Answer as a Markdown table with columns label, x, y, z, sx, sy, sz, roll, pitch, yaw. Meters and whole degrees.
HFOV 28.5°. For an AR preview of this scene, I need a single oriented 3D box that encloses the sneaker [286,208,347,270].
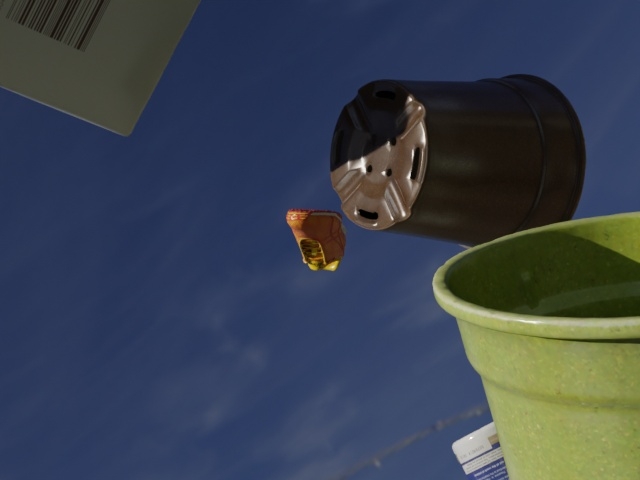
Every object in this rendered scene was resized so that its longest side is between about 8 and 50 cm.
| label | x | y | z | sx | sy | sz | roll | pitch | yaw |
| --- | --- | --- | --- | --- | --- | --- | --- | --- | --- |
| sneaker | 0.000 | 0.000 | 1.564 | 0.064 | 0.067 | 0.175 | 3 | -14 | 17 |

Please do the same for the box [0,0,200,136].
| label | x | y | z | sx | sy | sz | roll | pitch | yaw |
| --- | --- | --- | --- | --- | --- | --- | --- | --- | --- |
| box | -0.263 | -0.260 | 1.099 | 0.215 | 0.345 | 0.168 | 21 | -74 | -33 |

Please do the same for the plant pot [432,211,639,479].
| label | x | y | z | sx | sy | sz | roll | pitch | yaw |
| --- | --- | --- | --- | --- | --- | --- | --- | --- | --- |
| plant pot | 0.223 | 0.131 | 0.807 | 0.276 | 0.276 | 0.253 | -15 | -76 | -34 |

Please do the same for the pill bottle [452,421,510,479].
| label | x | y | z | sx | sy | sz | roll | pitch | yaw |
| --- | --- | --- | --- | --- | --- | --- | --- | --- | --- |
| pill bottle | 0.155 | 0.195 | 0.962 | 0.067 | 0.120 | 0.067 | -25 | -12 | -6 |

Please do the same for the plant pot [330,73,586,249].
| label | x | y | z | sx | sy | sz | roll | pitch | yaw |
| --- | --- | --- | --- | --- | --- | --- | --- | --- | --- |
| plant pot | 0.108 | -0.066 | 1.075 | 0.165 | 0.167 | 0.167 | 1 | -47 | -37 |
